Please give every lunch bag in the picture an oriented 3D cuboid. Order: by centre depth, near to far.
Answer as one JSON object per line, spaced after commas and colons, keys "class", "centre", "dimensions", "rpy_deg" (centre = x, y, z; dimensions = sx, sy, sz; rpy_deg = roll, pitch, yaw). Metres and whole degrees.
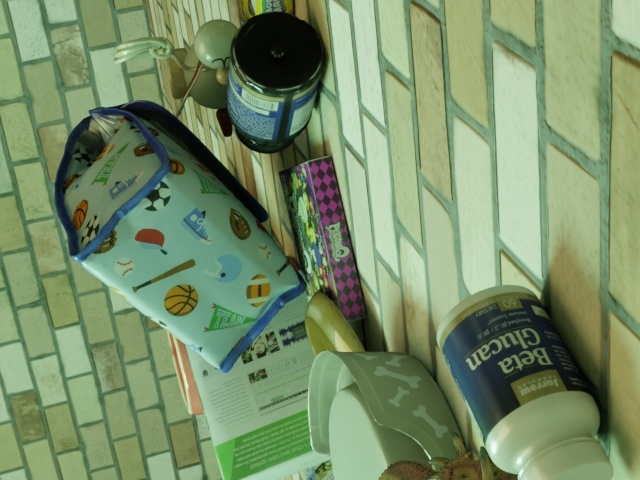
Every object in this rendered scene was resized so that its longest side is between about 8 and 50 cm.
{"class": "lunch bag", "centre": [-0.235, -0.034, 1.840], "dimensions": [0.328, 0.239, 0.385], "rpy_deg": [45, -179, -30]}

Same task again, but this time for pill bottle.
{"class": "pill bottle", "centre": [0.165, 0.126, 0.938], "dimensions": [0.094, 0.094, 0.169], "rpy_deg": [91, 161, -50]}
{"class": "pill bottle", "centre": [-0.066, -0.205, 1.596], "dimensions": [0.219, 0.123, 0.123], "rpy_deg": [109, 146, -68]}

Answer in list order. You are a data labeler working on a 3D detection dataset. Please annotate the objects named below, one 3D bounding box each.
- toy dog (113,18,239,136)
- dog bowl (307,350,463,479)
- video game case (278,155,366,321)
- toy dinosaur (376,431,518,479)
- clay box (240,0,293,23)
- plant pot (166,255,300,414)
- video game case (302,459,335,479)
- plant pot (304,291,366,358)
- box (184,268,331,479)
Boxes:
{"class": "toy dog", "centre": [-0.163, -0.244, 1.835], "dimensions": [0.334, 0.220, 0.161], "rpy_deg": [-28, -75, -75]}
{"class": "dog bowl", "centre": [0.087, 0.295, 1.424], "dimensions": [0.349, 0.102, 0.349], "rpy_deg": [169, 90, -75]}
{"class": "video game case", "centre": [0.000, 0.000, 1.712], "dimensions": [0.210, 0.042, 0.232], "rpy_deg": [179, 78, -77]}
{"class": "toy dinosaur", "centre": [0.110, 0.265, 1.140], "dimensions": [0.296, 0.127, 0.200], "rpy_deg": [6, 109, 50]}
{"class": "clay box", "centre": [-0.079, -0.370, 1.645], "dimensions": [0.222, 0.053, 0.127], "rpy_deg": [88, 163, -48]}
{"class": "plant pot", "centre": [-0.139, 0.186, 2.086], "dimensions": [0.275, 0.243, 0.275], "rpy_deg": [166, 90, -79]}
{"class": "video game case", "centre": [0.011, 0.319, 1.869], "dimensions": [0.015, 0.119, 0.166], "rpy_deg": [39, -165, -37]}
{"class": "plant pot", "centre": [0.034, 0.185, 1.663], "dimensions": [0.236, 0.032, 0.236], "rpy_deg": [59, 167, 22]}
{"class": "box", "centre": [-0.080, 0.221, 1.869], "dimensions": [0.058, 0.232, 0.322], "rpy_deg": [68, -179, -54]}
